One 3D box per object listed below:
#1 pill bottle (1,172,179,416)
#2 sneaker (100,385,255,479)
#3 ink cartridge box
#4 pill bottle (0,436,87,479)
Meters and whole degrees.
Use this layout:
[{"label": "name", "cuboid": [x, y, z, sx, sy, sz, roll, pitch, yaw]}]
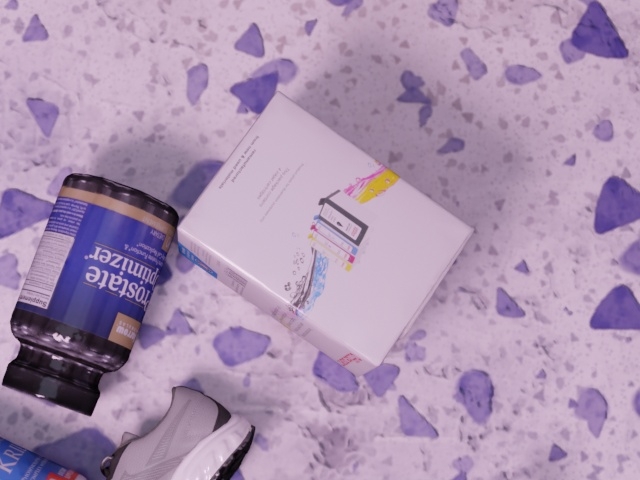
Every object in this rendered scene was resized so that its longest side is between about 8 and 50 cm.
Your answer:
[{"label": "pill bottle", "cuboid": [-0.230, 0.054, 1.429, 0.122, 0.123, 0.219, 19, 81, -3]}, {"label": "sneaker", "cuboid": [-0.184, 0.260, 1.426, 0.108, 0.100, 0.271, 38, 74, 10]}, {"label": "ink cartridge box", "cuboid": [0.000, 0.000, 1.436, 0.232, 0.171, 0.168, 35, 80, 0]}, {"label": "pill bottle", "cuboid": [-0.346, 0.238, 1.390, 0.221, 0.124, 0.124, 25, 80, -3]}]
